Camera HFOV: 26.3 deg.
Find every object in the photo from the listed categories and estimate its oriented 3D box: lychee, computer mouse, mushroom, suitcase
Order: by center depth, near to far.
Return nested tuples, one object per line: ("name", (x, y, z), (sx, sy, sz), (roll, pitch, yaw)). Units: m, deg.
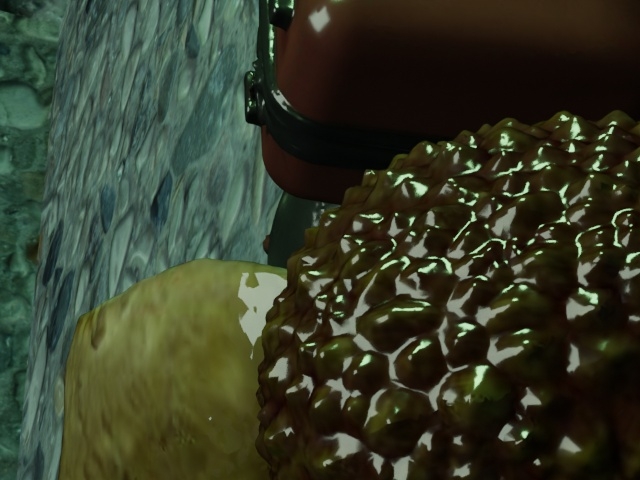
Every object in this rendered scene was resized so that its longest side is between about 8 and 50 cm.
("lychee", (0.116, 0.053, 0.584), (0.271, 0.271, 0.271), (-166, 90, -70))
("suitcase", (0.076, -0.162, 0.832), (0.161, 0.236, 0.297), (110, 162, -50))
("mushroom", (-0.053, 0.176, 0.967), (0.397, 0.224, 0.313), (151, 131, -62))
("computer mouse", (-0.005, -0.001, 1.148), (0.295, 0.087, 0.168), (165, 114, -69))
